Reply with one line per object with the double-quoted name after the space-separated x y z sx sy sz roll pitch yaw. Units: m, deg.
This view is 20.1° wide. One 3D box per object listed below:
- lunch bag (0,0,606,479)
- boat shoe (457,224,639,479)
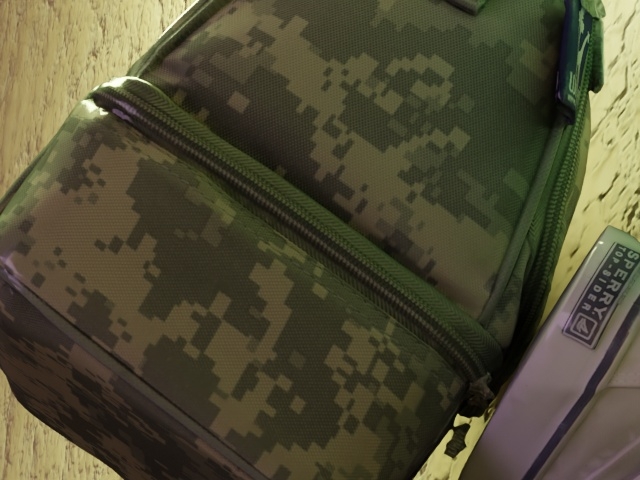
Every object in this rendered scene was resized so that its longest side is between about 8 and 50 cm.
0.000 0.000 0.820 0.256 0.213 0.305 -55 -6 -15 "lunch bag"
0.115 0.080 0.728 0.096 0.088 0.267 -56 -9 -26 "boat shoe"
